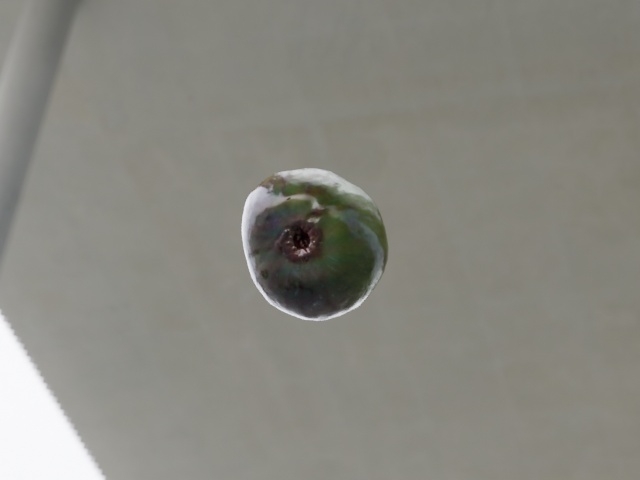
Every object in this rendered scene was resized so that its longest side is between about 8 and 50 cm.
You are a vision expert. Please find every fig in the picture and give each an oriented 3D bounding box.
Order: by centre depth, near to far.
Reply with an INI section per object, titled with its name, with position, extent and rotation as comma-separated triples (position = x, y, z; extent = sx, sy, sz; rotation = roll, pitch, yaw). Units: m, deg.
[fig]
position = 0.000, 0.000, 1.711
extent = 0.149, 0.149, 0.245
rotation = 1, 2, 8
